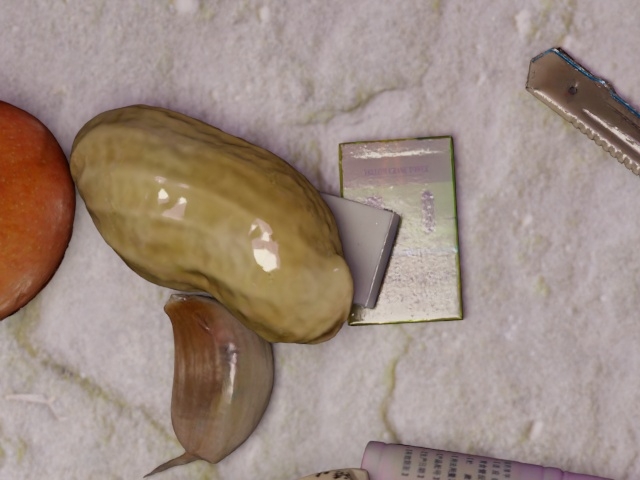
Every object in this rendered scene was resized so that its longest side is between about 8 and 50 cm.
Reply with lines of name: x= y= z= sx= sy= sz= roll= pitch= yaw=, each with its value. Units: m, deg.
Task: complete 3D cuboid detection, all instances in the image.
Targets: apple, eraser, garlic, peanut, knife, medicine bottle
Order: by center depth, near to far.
medicine bottle: x=0.161 y=0.291 z=1.811 sx=0.254 sy=0.152 sz=0.152 roll=8 pitch=87 yaw=6
peanut: x=-0.108 y=-0.026 z=1.840 sx=0.340 sy=0.158 sz=0.174 roll=21 pitch=69 yaw=20
apple: x=-0.389 y=-0.029 z=1.864 sx=0.271 sy=0.206 sz=0.252 roll=-18 pitch=81 yaw=6
knife: x=0.362 y=-0.077 z=1.872 sx=0.365 sy=0.043 sz=0.089 roll=37 pitch=58 yaw=9
eraser: x=0.000 y=0.000 z=1.888 sx=0.150 sy=0.023 sz=0.104 roll=17 pitch=92 yaw=23
garlic: x=-0.116 y=0.158 z=1.892 sx=0.128 sy=0.090 sz=0.198 roll=6 pitch=93 yaw=22

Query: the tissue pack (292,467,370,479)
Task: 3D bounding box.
tissue pack: x=-0.124 y=0.409 z=1.739 sx=0.375 sy=0.195 sz=0.390 roll=-8 pitch=59 yaw=33

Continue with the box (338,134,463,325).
box: x=0.084 y=-0.010 z=1.900 sx=0.121 sy=0.030 sz=0.193 roll=-3 pitch=85 yaw=6
